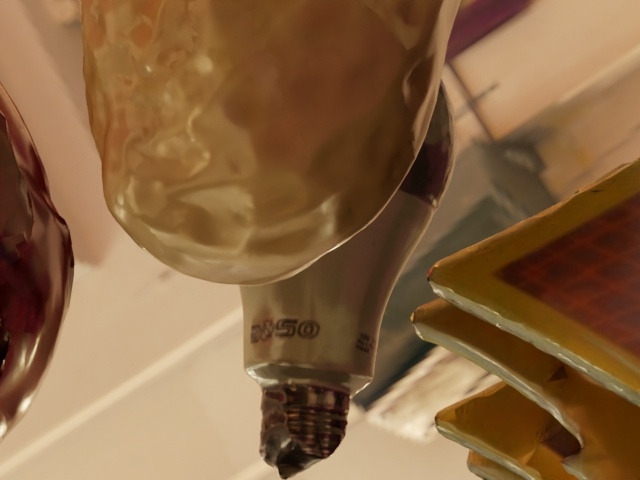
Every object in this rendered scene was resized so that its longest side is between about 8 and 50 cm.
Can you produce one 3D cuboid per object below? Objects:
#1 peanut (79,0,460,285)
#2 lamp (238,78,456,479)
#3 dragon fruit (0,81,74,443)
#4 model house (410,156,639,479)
[{"bbox_3d":[0.012,-0.131,0.618,0.149,0.149,0.313,38,-111,-33],"label":"peanut"},{"bbox_3d":[0.012,-0.011,1.226,0.182,0.182,0.314,24,-130,-48],"label":"lamp"},{"bbox_3d":[-0.268,0.008,0.838,0.295,0.295,0.301,29,-170,-44],"label":"dragon fruit"},{"bbox_3d":[0.190,0.117,0.652,0.242,0.313,0.358,70,-158,-53],"label":"model house"}]
